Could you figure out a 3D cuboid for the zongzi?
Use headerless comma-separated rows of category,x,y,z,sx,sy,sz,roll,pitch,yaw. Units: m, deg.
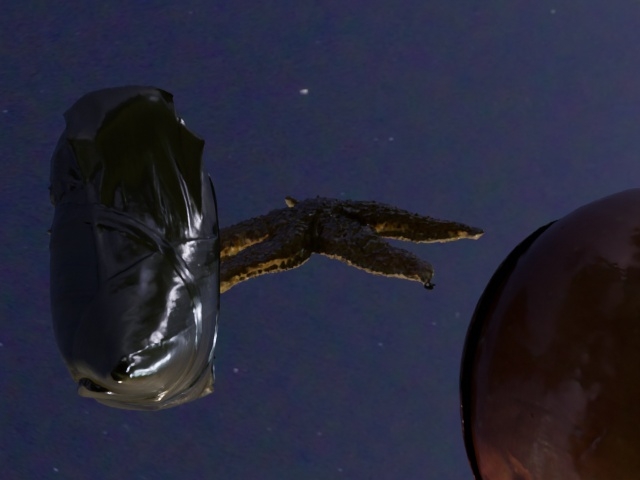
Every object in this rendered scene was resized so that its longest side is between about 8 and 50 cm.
zongzi,-0.133,-0.012,0.679,0.125,0.274,0.251,-7,-101,-5

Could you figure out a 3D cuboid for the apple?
apple,0.223,0.103,0.630,0.251,0.206,0.272,11,-84,-32

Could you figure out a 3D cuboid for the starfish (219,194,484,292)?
starfish,0.000,-0.004,0.974,0.299,0.302,0.060,-35,-57,-61
